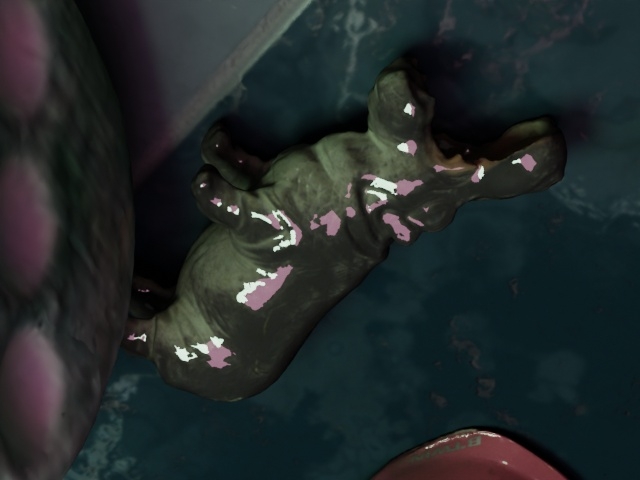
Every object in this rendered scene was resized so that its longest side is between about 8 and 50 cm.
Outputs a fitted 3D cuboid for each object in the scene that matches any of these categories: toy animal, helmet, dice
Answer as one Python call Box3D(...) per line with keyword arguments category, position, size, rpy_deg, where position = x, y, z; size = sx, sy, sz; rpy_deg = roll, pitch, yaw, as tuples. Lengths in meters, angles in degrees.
Box3D(category="toy animal", position=(-0.007, -0.014, 1.009), size=(0.343, 0.106, 0.168), rpy_deg=(-36, 111, 22))
Box3D(category="helmet", position=(0.092, 0.287, 1.162), size=(0.198, 0.154, 0.253), rpy_deg=(38, 124, -15))
Box3D(category="dice", position=(-0.320, -0.002, 0.884), size=(0.330, 0.328, 0.348), rpy_deg=(1, 139, 17))
